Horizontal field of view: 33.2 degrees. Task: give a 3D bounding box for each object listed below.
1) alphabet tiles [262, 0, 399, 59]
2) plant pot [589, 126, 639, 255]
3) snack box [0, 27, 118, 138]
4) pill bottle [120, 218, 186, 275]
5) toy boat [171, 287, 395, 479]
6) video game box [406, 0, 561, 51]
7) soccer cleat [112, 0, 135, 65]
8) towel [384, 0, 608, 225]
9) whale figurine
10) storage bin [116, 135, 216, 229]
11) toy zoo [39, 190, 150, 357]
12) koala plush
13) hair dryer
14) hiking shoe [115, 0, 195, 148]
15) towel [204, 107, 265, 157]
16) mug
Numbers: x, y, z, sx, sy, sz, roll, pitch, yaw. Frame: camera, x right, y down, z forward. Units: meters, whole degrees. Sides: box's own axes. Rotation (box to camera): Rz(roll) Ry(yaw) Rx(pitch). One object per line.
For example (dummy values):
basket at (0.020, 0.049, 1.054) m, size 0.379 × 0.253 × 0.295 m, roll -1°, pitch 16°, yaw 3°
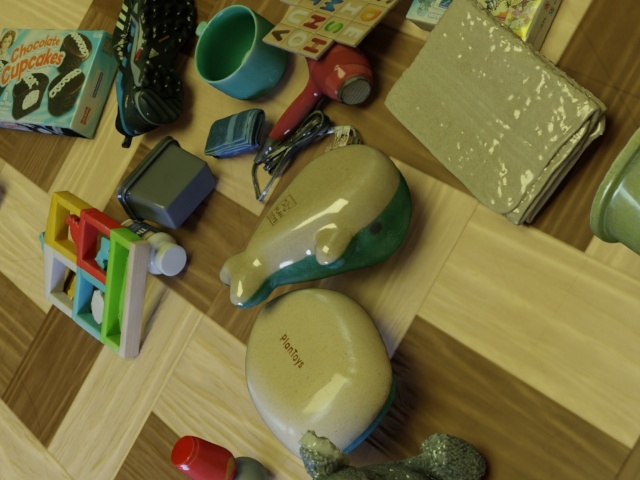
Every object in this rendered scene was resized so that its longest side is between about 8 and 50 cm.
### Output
alphabet tiles at (0.030, -0.354, 1.558) m, size 0.198 × 0.009 × 0.237 m, roll 27°, pitch 67°, yaw 41°
plant pot at (0.443, -0.017, 1.015) m, size 0.276 × 0.276 × 0.254 m, roll -47°, pitch 62°, yaw 15°
snack box at (-0.509, -0.296, 1.991) m, size 0.322 × 0.060 × 0.187 m, roll 10°, pitch 79°, yaw 41°
pill bottle at (-0.264, 0.013, 1.670) m, size 0.120 × 0.067 × 0.067 m, roll 23°, pitch 88°, yaw 42°
toy boat at (-0.040, 0.212, 1.375) m, size 0.318 × 0.148 × 0.267 m, roll -44°, pitch 37°, yaw 11°
video game box at (0.235, -0.355, 1.431) m, size 0.205 × 0.048 × 0.187 m, roll 25°, pitch 88°, yaw 41°
soccer cleat at (-0.324, -0.382, 1.869) m, size 0.072 × 0.060 × 0.179 m, roll 144°, pitch 134°, yaw -61°
towel at (0.214, -0.166, 1.348) m, size 0.187 × 0.049 × 0.282 m, roll -54°, pitch 54°, yaw 22°
whale figurine at (0.000, 0.000, 1.394) m, size 0.272 × 0.141 × 0.216 m, roll -40°, pitch 27°, yaw 0°
storage bin at (-0.229, -0.078, 1.661) m, size 0.091 × 0.098 × 0.135 m, roll 25°, pitch 64°, yaw 32°
toy zoo at (-0.374, 0.042, 1.721) m, size 0.293 × 0.030 × 0.192 m, roll 28°, pitch 117°, yaw 41°
koala plush at (0.050, 0.313, 1.199) m, size 0.203 × 0.221 × 0.196 m, roll -15°, pitch 66°, yaw 34°
hair dryer at (-0.022, -0.208, 1.557) m, size 0.223 × 0.080 × 0.294 m, roll -3°, pitch 71°, yaw 38°
hiking shoe at (-0.294, -0.313, 1.795) m, size 0.132 × 0.113 × 0.304 m, roll -25°, pitch 51°, yaw 43°
towel at (-0.132, -0.164, 1.644) m, size 0.119 × 0.029 × 0.067 m, roll -9°, pitch 65°, yaw 50°
mug at (-0.116, -0.292, 1.651) m, size 0.129 × 0.097 × 0.158 m, roll -31°, pitch 54°, yaw 27°
